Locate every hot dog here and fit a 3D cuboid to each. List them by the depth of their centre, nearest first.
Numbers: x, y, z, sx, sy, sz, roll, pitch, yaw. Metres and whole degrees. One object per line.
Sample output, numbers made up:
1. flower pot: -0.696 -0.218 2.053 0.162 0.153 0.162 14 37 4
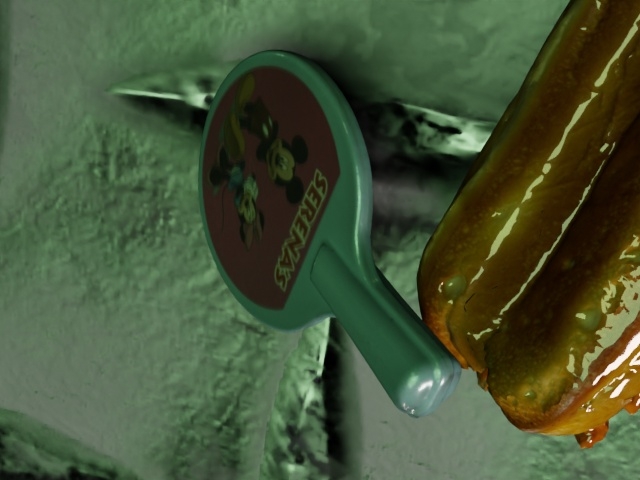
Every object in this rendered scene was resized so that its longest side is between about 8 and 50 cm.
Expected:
1. hot dog: 0.182 -0.058 0.854 0.158 0.117 0.349 41 109 35

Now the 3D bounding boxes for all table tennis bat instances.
1. table tennis bat: 0.000 0.000 0.918 0.244 0.040 0.153 54 134 36
